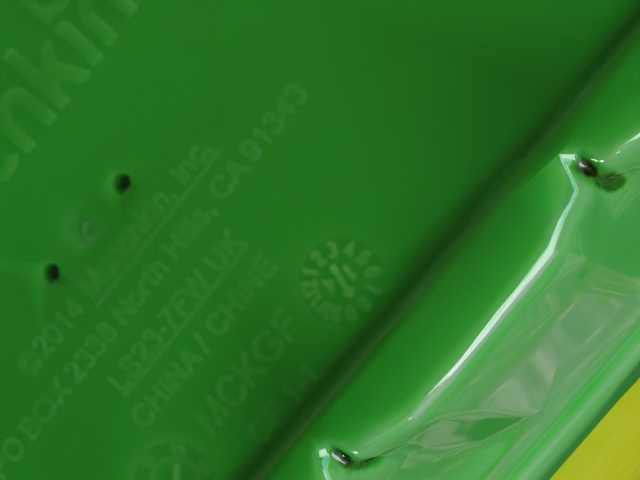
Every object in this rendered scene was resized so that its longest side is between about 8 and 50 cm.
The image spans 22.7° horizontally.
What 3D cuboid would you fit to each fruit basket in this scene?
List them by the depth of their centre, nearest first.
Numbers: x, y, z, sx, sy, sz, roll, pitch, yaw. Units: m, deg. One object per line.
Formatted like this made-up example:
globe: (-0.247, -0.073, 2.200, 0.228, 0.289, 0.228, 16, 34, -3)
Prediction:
fruit basket: (0.000, 0.000, 0.512, 0.392, 0.283, 0.392, -48, 173, -8)
